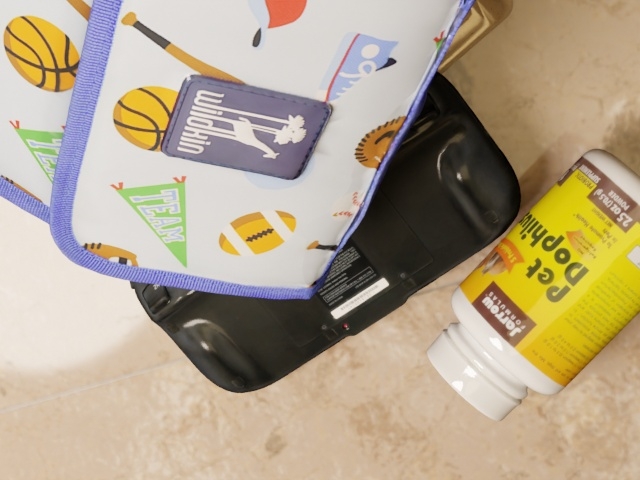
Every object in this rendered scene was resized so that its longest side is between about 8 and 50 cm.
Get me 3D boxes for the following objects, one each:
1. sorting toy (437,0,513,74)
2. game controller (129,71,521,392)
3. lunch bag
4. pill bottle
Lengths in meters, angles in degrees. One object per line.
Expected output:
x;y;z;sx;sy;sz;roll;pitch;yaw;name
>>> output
0.016;-0.190;0.881;0.208;0.038;0.193;-40;98;16;sorting toy
0.000;0.000;0.897;0.319;0.067;0.166;-34;114;17;game controller
-0.110;-0.163;0.706;0.385;0.239;0.328;32;134;6;lunch bag
0.186;0.040;0.880;0.117;0.117;0.215;41;100;-6;pill bottle
